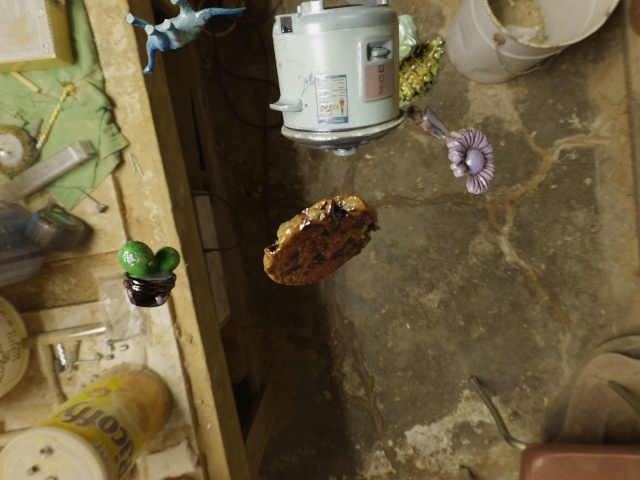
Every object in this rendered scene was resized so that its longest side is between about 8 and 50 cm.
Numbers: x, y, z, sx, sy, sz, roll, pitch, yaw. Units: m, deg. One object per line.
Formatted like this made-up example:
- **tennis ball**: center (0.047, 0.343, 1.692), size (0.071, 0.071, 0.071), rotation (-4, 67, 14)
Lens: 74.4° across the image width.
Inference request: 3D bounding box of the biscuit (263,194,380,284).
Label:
- **biscuit**: center (-0.002, -0.002, 1.117), size (0.334, 0.289, 0.081), rotation (-34, 57, 8)

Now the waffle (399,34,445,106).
- **waffle**: center (0.293, -0.509, 1.303), size (0.054, 0.223, 0.203), rotation (22, 82, -33)

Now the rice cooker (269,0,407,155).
- **rice cooker**: center (0.037, -0.318, 0.850), size (0.317, 0.264, 0.316), rotation (-18, 120, -36)

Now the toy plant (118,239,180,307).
- **toy plant**: center (-0.607, 0.112, 1.491), size (0.175, 0.218, 0.235), rotation (19, 104, 38)

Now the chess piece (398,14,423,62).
- **chess piece**: center (0.161, -0.575, 1.285), size (0.298, 0.176, 0.175), rotation (-33, 97, 42)

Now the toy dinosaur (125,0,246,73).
- **toy dinosaur**: center (-0.343, -0.486, 0.975), size (0.329, 0.144, 0.076), rotation (-21, 79, 24)

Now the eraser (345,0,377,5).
- **eraser**: center (0.045, -0.565, 0.855), size (0.111, 0.353, 0.077), rotation (-53, 52, 28)

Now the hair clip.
- **hair clip**: center (0.350, -0.255, 1.100), size (0.300, 0.069, 0.173), rotation (37, 67, -9)
